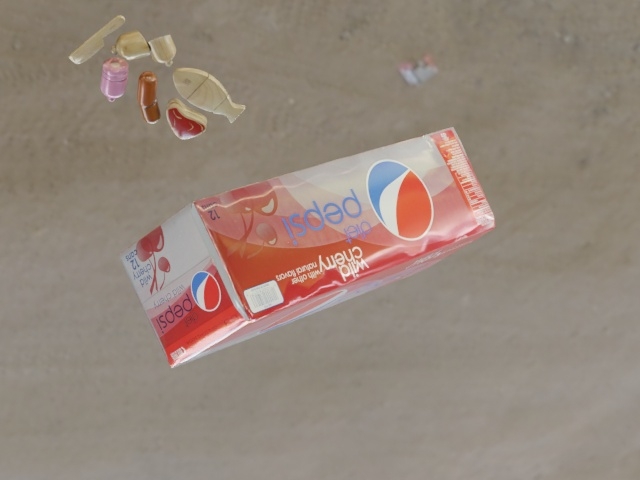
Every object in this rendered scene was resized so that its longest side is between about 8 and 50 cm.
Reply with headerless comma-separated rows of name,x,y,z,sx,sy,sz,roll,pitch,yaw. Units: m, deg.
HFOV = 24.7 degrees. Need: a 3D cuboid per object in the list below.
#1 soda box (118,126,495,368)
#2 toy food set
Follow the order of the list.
soda box,0.000,0.000,0.979,0.263,0.083,0.092,-18,169,-45
toy food set,-0.123,-0.119,1.090,0.078,0.019,0.122,-33,123,27
